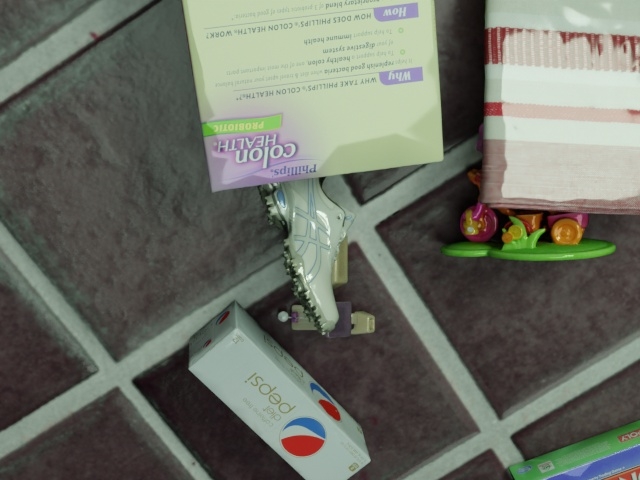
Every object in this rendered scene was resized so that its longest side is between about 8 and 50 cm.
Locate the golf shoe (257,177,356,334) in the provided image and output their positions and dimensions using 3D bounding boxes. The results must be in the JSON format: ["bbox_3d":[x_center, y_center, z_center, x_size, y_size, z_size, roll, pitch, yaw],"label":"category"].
[{"bbox_3d":[0.000,0.000,0.900,0.086,0.069,0.176,-16,81,-8],"label":"golf shoe"}]

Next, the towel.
[{"bbox_3d":[0.266,-0.188,0.856,0.237,0.037,0.328,2,87,-7],"label":"towel"}]

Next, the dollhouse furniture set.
[{"bbox_3d":[0.002,0.043,0.977,0.081,0.091,0.114,-1,87,36],"label":"dollhouse furniture set"}]

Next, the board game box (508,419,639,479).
[{"bbox_3d":[0.404,0.311,1.099,0.317,0.046,0.213,-20,111,1],"label":"board game box"}]

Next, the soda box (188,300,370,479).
[{"bbox_3d":[-0.043,0.169,0.981,0.069,0.074,0.216,-41,109,8],"label":"soda box"}]

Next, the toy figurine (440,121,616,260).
[{"bbox_3d":[0.203,-0.066,0.925,0.173,0.130,0.159,-1,97,19],"label":"toy figurine"}]

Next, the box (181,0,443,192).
[{"bbox_3d":[-0.011,-0.186,0.836,0.214,0.117,0.242,-8,109,-4],"label":"box"}]
